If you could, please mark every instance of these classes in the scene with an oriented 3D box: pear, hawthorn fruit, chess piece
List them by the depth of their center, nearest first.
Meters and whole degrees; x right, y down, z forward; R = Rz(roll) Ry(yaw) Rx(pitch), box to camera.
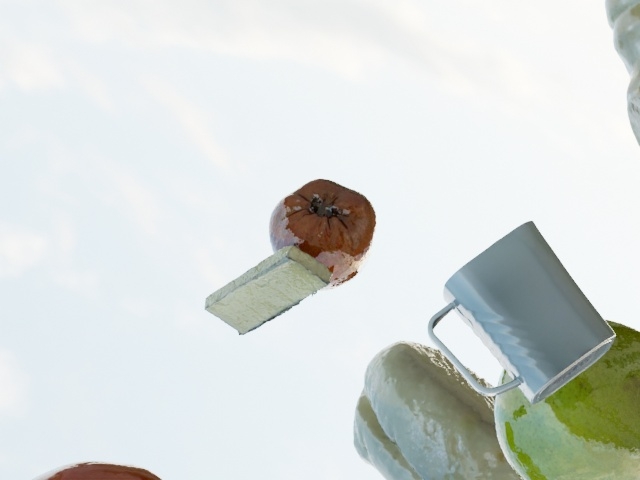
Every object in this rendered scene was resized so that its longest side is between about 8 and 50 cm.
[{"bbox_3d":[0.241,0.138,1.664,0.180,0.166,0.216,-19,-113,-15],"label":"pear"},{"bbox_3d":[0.361,-0.115,1.785,0.137,0.137,0.301,12,-114,-39],"label":"chess piece"},{"bbox_3d":[0.000,0.000,2.171,0.133,0.138,0.133,0,-126,0],"label":"hawthorn fruit"}]

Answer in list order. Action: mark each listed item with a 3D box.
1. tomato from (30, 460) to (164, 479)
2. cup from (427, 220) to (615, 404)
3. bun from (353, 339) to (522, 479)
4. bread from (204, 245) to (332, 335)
[{"bbox_3d":[-0.261,0.348,1.954,0.260,0.260,0.180,17,-148,-29],"label":"tomato"},{"bbox_3d":[0.162,0.069,1.507,0.129,0.128,0.095,53,173,15],"label":"cup"},{"bbox_3d":[0.196,0.306,2.580,0.365,0.219,0.365,34,-175,-3],"label":"bun"},{"bbox_3d":[-0.063,0.058,2.072,0.068,0.154,0.028,34,-139,-29],"label":"bread"}]
